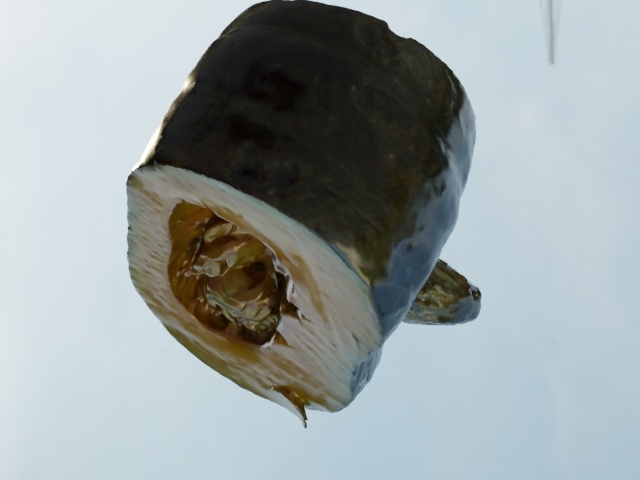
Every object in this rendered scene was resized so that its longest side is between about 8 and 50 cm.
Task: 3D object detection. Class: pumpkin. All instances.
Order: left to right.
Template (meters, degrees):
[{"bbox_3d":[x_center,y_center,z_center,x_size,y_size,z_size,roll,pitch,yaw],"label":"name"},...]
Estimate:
[{"bbox_3d":[0.000,0.000,0.745,0.221,0.317,0.139,31,-119,5],"label":"pumpkin"}]
